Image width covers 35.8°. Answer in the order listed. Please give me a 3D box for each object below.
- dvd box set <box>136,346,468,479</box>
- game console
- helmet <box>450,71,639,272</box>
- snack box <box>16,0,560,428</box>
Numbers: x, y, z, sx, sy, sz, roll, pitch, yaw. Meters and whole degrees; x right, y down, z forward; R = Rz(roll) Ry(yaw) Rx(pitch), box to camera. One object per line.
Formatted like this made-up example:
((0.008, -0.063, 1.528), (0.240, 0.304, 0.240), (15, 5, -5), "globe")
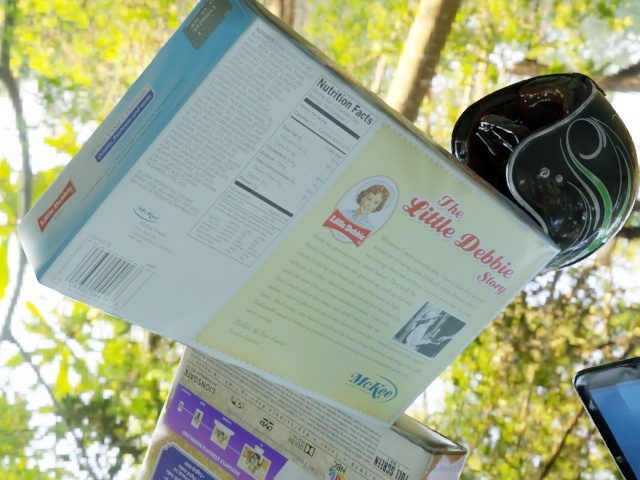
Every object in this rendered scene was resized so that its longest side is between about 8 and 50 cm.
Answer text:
((-0.071, 0.310, 0.876), (0.307, 0.420, 0.062), (23, -175, 43), "dvd box set")
((0.472, 0.289, 1.222), (0.173, 0.293, 0.250), (-30, -167, 8), "game console")
((0.210, -0.055, 0.918), (0.169, 0.161, 0.169), (-19, -153, 10), "helmet")
((0.000, 0.000, 0.629), (0.322, 0.187, 0.060), (31, -163, -43), "snack box")
